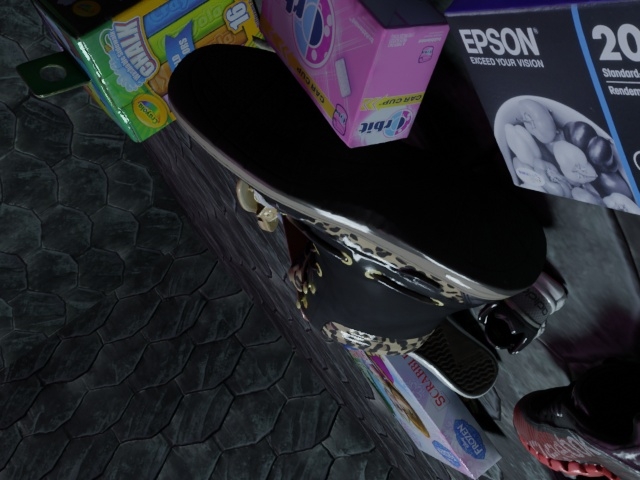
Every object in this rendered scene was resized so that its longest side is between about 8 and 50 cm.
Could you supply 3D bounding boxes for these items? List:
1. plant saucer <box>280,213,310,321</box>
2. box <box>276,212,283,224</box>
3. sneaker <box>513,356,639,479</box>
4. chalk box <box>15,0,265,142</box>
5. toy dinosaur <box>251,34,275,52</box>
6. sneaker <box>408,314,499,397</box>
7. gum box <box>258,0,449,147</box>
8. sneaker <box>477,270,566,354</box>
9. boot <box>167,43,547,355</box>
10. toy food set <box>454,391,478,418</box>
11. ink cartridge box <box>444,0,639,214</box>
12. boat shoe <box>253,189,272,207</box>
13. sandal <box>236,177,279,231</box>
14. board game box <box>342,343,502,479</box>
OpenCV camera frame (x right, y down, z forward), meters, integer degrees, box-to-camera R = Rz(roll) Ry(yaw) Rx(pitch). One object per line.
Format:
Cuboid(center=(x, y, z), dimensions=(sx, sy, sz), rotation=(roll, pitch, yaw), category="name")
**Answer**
Cuboid(center=(0.000, 0.000, 1.018), dimensions=(0.258, 0.047, 0.259), rotation=(49, -154, -70), category="plant saucer")
Cuboid(center=(-0.024, -0.026, 1.330), dimensions=(0.109, 0.042, 0.178), rotation=(55, 168, -5), category="box")
Cuboid(center=(0.266, 0.170, 0.684), dimensions=(0.135, 0.097, 0.276), rotation=(55, 165, -9), category="sneaker")
Cuboid(center=(-0.243, -0.264, 0.916), dimensions=(0.180, 0.289, 0.179), rotation=(45, 165, 35), category="chalk box")
Cuboid(center=(0.016, -0.167, 0.730), dimensions=(0.268, 0.064, 0.118), rotation=(15, 125, 57), category="toy dinosaur")
Cuboid(center=(0.114, 0.100, 0.975), dimensions=(0.290, 0.106, 0.123), rotation=(48, 176, -16), category="sneaker")
Cuboid(center=(0.015, -0.180, 0.588), dimensions=(0.188, 0.062, 0.107), rotation=(57, 146, 33), category="gum box")
Cuboid(center=(0.199, 0.085, 0.749), dimensions=(0.063, 0.075, 0.170), rotation=(50, 167, 16), category="sneaker")
Cuboid(center=(0.009, -0.018, 0.744), dimensions=(0.377, 0.138, 0.284), rotation=(27, 153, 1), category="boot")
Cuboid(center=(0.239, 0.267, 1.216), dimensions=(0.082, 0.020, 0.083), rotation=(57, 167, -15), category="toy food set")
Cuboid(center=(0.162, -0.110, 0.432), dimensions=(0.208, 0.045, 0.206), rotation=(61, 166, -24), category="ink cartridge box")
Cuboid(center=(-0.078, -0.102, 1.298), dimensions=(0.063, 0.066, 0.184), rotation=(50, 157, 21), category="boat shoe")
Cuboid(center=(-0.096, -0.076, 1.443), dimensions=(0.079, 0.088, 0.240), rotation=(16, 163, 15), category="sandal")
Cuboid(center=(0.158, 0.265, 1.312), dimensions=(0.318, 0.066, 0.319), rotation=(54, 169, 2), category="board game box")
